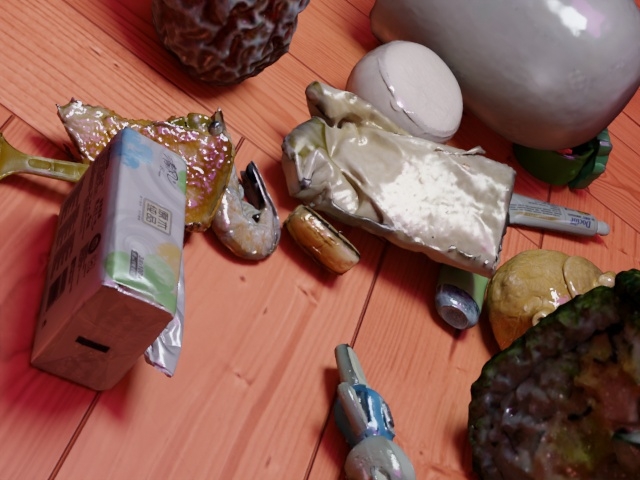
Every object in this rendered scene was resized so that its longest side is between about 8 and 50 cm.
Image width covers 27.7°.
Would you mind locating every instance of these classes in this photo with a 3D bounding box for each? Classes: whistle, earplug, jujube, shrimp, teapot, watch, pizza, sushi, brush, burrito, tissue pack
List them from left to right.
[{"bbox_3d":[-0.313,-0.083,1.459,0.218,0.010,0.082,10,47,-18],"label":"brush"},{"bbox_3d":[-0.198,0.029,1.375,0.145,0.159,0.229,25,40,-26],"label":"tissue pack"},{"bbox_3d":[-0.211,-0.086,1.553,0.226,0.069,0.147,4,81,-22],"label":"pizza"},{"bbox_3d":[-0.105,-0.071,1.662,0.126,0.047,0.223,19,49,-42],"label":"shrimp"},{"bbox_3d":[-0.107,-0.366,1.734,0.226,0.317,0.226,21,32,-14],"label":"jujube"},{"bbox_3d":[0.052,0.221,1.506,0.114,0.077,0.236,50,16,-49],"label":"whistle"},{"bbox_3d":[0.099,-0.076,1.787,0.331,0.135,0.190,22,68,-7],"label":"burrito"},{"bbox_3d":[0.321,-0.328,2.061,0.394,0.313,0.312,43,35,13],"label":"earplug"},{"bbox_3d":[0.404,-0.168,2.214,0.152,0.131,0.165,10,50,-14],"label":"watch"},{"bbox_3d":[0.352,0.092,1.826,0.311,0.167,0.203,-19,76,-56],"label":"teapot"},{"bbox_3d":[0.352,0.224,1.557,0.178,0.352,0.294,5,52,-45],"label":"sushi"}]

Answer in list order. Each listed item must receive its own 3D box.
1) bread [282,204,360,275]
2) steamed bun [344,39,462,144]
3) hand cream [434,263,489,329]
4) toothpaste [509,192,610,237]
[{"bbox_3d":[0.000,0.000,1.682,0.106,0.053,0.072,40,-3,-9],"label":"bread"},{"bbox_3d":[0.116,-0.202,1.934,0.177,0.130,0.228,52,32,-4],"label":"steamed bun"},{"bbox_3d":[0.199,0.061,1.831,0.095,0.046,0.175,37,30,-9],"label":"hand cream"},{"bbox_3d":[0.374,-0.040,2.105,0.255,0.037,0.067,11,53,-33],"label":"toothpaste"}]
